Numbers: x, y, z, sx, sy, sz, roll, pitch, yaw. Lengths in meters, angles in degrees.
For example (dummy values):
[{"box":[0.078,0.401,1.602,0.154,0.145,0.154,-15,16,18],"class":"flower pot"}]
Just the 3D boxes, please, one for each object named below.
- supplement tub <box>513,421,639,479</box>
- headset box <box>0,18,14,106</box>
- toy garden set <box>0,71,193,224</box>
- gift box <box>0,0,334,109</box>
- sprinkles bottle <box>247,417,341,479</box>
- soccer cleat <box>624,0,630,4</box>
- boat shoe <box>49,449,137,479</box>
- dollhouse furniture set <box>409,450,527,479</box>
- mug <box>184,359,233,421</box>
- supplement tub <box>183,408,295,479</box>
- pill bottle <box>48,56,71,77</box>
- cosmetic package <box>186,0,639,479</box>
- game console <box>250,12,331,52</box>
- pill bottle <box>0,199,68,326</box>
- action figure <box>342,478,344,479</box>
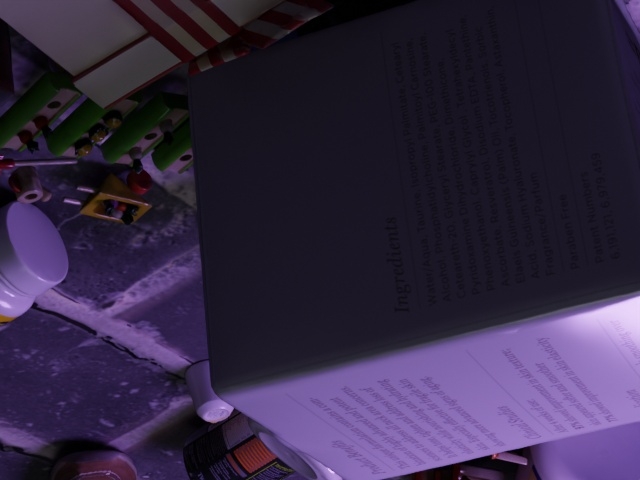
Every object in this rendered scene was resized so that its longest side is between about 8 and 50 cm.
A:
[{"box":[0.389,0.348,2.466,0.241,0.241,0.331,-7,146,-8],"class":"supplement tub"},{"box":[-0.433,-0.152,1.585,0.218,0.110,0.293,-35,140,29],"class":"headset box"},{"box":[-0.223,-0.078,1.774,0.244,0.049,0.204,6,147,-44],"class":"toy garden set"},{"box":[-0.132,-0.278,1.373,0.276,0.255,0.258,-23,143,22],"class":"gift box"},{"box":[0.073,0.097,1.927,0.355,0.121,0.121,-51,150,-17],"class":"sprinkles bottle"},{"box":[0.323,-0.288,1.678,0.076,0.068,0.196,8,149,-35],"class":"soccer cleat"},{"box":[-0.303,0.391,2.415,0.123,0.116,0.324,-7,146,-9],"class":"boat shoe"},{"box":[0.199,0.366,2.444,0.135,0.262,0.259,3,177,-2],"class":"dollhouse furniture set"},{"box":[-0.132,0.195,2.232,0.062,0.064,0.078,-25,145,17],"class":"mug"},{"box":[-0.076,0.258,2.296,0.190,0.117,0.117,-33,141,28],"class":"supplement tub"},{"box":[-0.221,-0.187,1.662,0.043,0.043,0.083,9,140,-29],"class":"pill bottle"},{"box":[0.129,-0.003,1.610,0.394,0.327,0.329,-15,154,17],"class":"cosmetic package"},{"box":[-0.067,-0.187,1.681,0.144,0.124,0.085,-22,172,15],"class":"game console"},{"box":[-0.379,0.046,1.887,0.208,0.119,0.119,-29,143,23],"class":"pill bottle"},{"box":[0.115,0.133,2.058,0.370,0.248,0.275,7,141,-31],"class":"action figure"}]
